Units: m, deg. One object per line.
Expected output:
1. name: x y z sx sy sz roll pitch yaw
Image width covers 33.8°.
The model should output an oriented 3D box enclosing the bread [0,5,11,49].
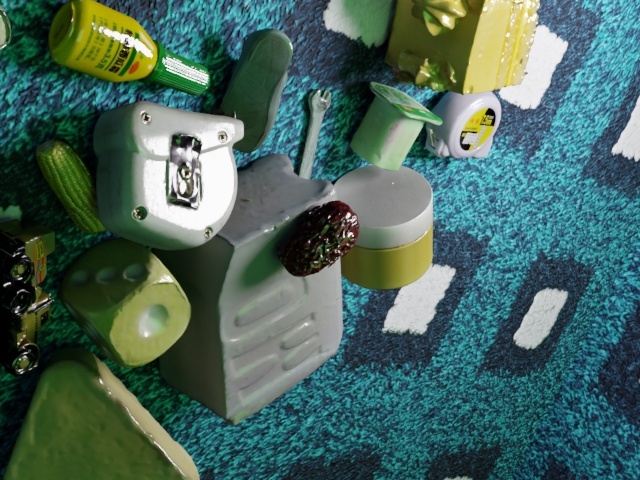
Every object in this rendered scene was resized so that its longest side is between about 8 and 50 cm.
1. bread: -0.547 -0.288 1.460 0.232 0.064 0.172 13 107 -49

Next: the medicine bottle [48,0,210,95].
1. medicine bottle: -0.301 -0.300 1.709 0.309 0.076 0.111 14 107 -52

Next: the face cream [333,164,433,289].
1. face cream: 0.132 -0.029 2.254 0.218 0.218 0.179 -33 138 -28

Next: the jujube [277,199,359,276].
1. jujube: 0.003 0.003 1.908 0.166 0.104 0.104 -46 141 -8

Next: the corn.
1. corn: -0.408 -0.090 1.751 0.072 0.072 0.203 -43 139 -17

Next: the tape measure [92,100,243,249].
1. tape measure: -0.252 -0.118 1.793 0.258 0.130 0.265 5 80 -49

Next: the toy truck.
1. toy truck: -0.506 0.094 1.739 0.127 0.127 0.257 -31 138 -50

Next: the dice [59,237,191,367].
1. dice: -0.348 0.109 1.876 0.166 0.169 0.169 -41 139 -20

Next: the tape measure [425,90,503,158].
1. tape measure: 0.325 -0.273 2.389 0.196 0.105 0.178 2 122 -46

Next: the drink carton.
1. drink carton: 0.141 -0.232 2.195 0.146 0.144 0.142 4 123 -48

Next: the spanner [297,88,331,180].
1. spanner: -0.025 -0.169 2.148 0.071 0.017 0.302 -13 125 -42

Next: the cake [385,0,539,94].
1. cake: 0.264 -0.426 2.111 0.286 0.222 0.227 -17 126 -40

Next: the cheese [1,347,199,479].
1. cheese: -0.455 0.426 1.937 0.384 0.104 0.383 -1 104 -3

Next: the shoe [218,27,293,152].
1. shoe: -0.114 -0.281 1.921 0.100 0.103 0.251 -79 -169 -56

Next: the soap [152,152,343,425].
1. soap: -0.136 0.093 2.063 0.350 0.213 0.435 -26 132 -31
